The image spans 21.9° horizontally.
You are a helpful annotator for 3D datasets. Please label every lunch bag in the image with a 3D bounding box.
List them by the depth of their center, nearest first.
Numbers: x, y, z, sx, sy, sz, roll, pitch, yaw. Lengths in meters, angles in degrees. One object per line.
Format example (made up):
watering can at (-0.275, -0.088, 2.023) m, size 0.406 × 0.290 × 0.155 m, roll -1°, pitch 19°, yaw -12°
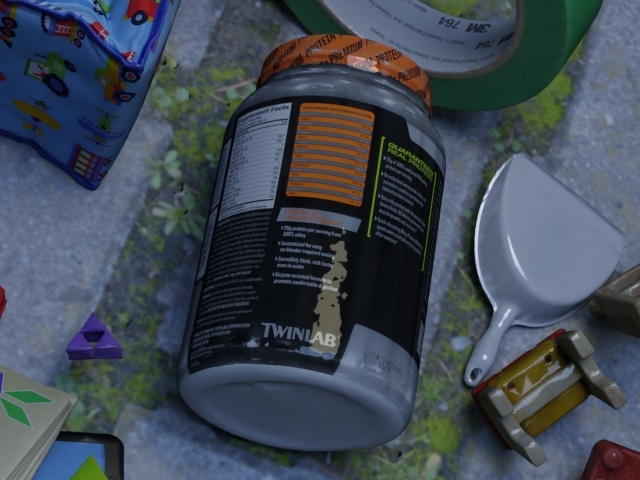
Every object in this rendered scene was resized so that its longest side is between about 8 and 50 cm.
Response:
lunch bag at (-0.161, -0.227, 1.401) m, size 0.138 × 0.221 × 0.293 m, roll 30°, pitch 61°, yaw -3°

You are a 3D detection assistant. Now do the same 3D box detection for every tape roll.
tape roll at (0.088, -0.255, 1.439) m, size 0.321 × 0.321 × 0.077 m, roll 36°, pitch 62°, yaw 0°

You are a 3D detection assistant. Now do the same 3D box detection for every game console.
game console at (-0.217, 0.195, 1.271) m, size 0.144 × 0.124 × 0.085 m, roll 5°, pitch 90°, yaw -16°

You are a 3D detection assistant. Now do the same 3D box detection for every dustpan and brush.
dustpan and brush at (0.182, 0.042, 1.495) m, size 0.147 × 0.060 × 0.211 m, roll 37°, pitch 53°, yaw -14°

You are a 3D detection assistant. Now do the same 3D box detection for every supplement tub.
supplement tub at (0.000, 0.000, 1.368) m, size 0.194 × 0.193 × 0.316 m, roll 16°, pitch 63°, yaw -11°

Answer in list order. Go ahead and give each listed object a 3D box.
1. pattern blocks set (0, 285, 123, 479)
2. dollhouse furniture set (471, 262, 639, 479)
pattern blocks set at (-0.283, 0.151, 1.238) m, size 0.285 × 0.026 × 0.325 m, roll 30°, pitch 50°, yaw 20°
dollhouse furniture set at (0.334, 0.104, 1.468) m, size 0.374 × 0.152 × 0.201 m, roll -34°, pitch 97°, yaw -4°
